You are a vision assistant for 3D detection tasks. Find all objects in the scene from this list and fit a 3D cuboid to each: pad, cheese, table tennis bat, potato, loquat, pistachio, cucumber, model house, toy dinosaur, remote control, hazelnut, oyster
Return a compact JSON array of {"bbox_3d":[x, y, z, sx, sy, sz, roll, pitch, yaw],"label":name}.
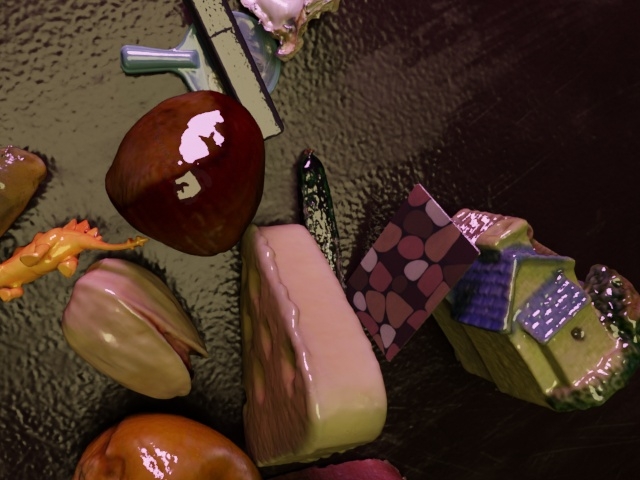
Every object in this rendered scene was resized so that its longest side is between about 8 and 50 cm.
[{"bbox_3d":[0.127,0.050,0.957,0.003,0.158,0.235,5,130,-42],"label":"pad"},{"bbox_3d":[-0.045,0.140,0.916,0.104,0.384,0.383,-3,98,-21],"label":"cheese"},{"bbox_3d":[-0.174,-0.269,0.936,0.237,0.038,0.149,-3,98,-18],"label":"table tennis bat"},{"bbox_3d":[-0.453,-0.053,0.842,0.188,0.085,0.105,-46,109,-16],"label":"potato"},{"bbox_3d":[-0.221,0.387,0.899,0.284,0.276,0.275,29,89,-39],"label":"loquat"},{"bbox_3d":[-0.259,0.128,0.899,0.157,0.157,0.229,-47,113,-5],"label":"pistachio"},{"bbox_3d":[0.000,0.000,1.001,0.068,0.067,0.293,-8,99,-14],"label":"cucumber"},{"bbox_3d":[0.312,0.069,0.974,0.261,0.321,0.266,-41,104,-14],"label":"model house"},{"bbox_3d":[-0.372,0.017,0.878,0.289,0.117,0.070,-18,115,3],"label":"toy dinosaur"},{"bbox_3d":[-0.127,-0.263,0.926,0.063,0.025,0.245,-29,106,-12],"label":"remote control"},{"bbox_3d":[-0.169,-0.093,0.878,0.230,0.229,0.229,-2,97,-15],"label":"hazelnut"},{"bbox_3d":[-0.053,-0.365,0.940,0.164,0.081,0.190,13,88,9],"label":"oyster"}]

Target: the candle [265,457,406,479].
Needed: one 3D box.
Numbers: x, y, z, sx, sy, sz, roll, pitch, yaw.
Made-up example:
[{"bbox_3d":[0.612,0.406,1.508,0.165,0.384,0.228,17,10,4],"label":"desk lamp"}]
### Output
[{"bbox_3d":[0.010,0.495,1.035,0.287,0.131,0.317,42,84,-13],"label":"candle"}]
